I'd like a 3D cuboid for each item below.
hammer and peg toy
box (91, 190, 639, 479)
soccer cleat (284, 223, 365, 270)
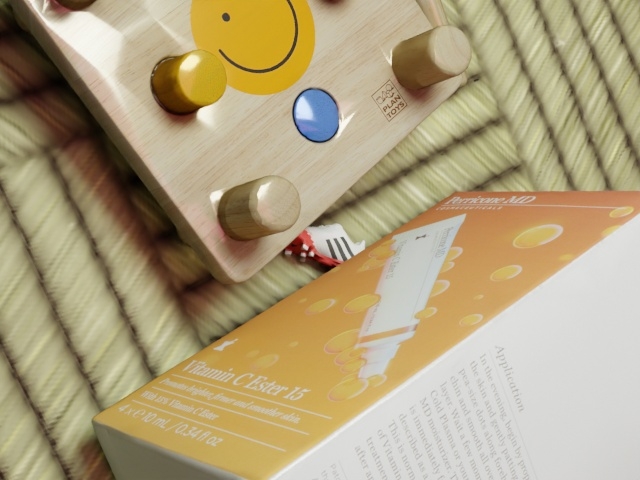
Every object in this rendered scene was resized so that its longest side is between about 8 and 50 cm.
[{"bbox_3d":[-0.008,-0.169,0.843,0.361,0.127,0.266,-42,105,-28],"label":"hammer and peg toy"},{"bbox_3d":[0.066,0.114,0.790,0.345,0.215,0.168,-31,109,-30],"label":"box"},{"bbox_3d":[0.000,0.000,0.887,0.083,0.029,0.036,27,63,-29],"label":"soccer cleat"}]
